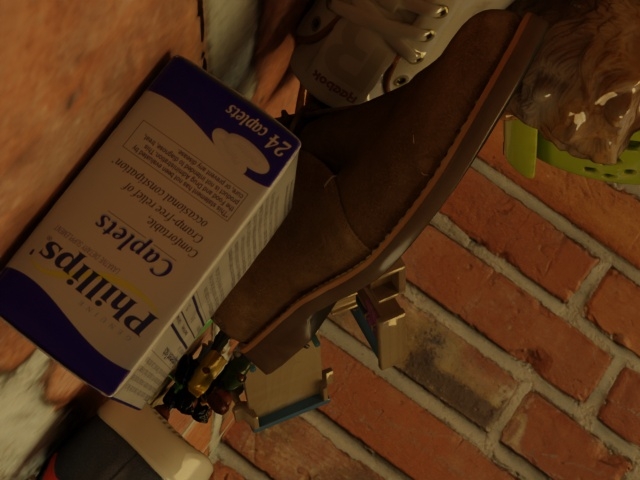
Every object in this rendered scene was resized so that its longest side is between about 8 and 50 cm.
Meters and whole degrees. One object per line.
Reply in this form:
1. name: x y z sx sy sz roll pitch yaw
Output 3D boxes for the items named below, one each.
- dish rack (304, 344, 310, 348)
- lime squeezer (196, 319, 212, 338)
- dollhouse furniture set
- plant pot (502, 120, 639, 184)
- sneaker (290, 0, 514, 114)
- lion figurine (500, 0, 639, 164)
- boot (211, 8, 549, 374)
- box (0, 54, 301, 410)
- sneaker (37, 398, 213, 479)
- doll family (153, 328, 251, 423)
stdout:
1. dish rack: 0.000 0.000 0.995 0.208 0.074 0.271 -55 -173 -5
2. lime squeezer: -0.065 0.007 0.917 0.310 0.059 0.110 -55 -153 -6
3. dollhouse furniture set: -0.043 0.110 1.724 0.303 0.198 0.286 -22 143 -13
4. plant pot: 0.321 -0.207 1.324 0.227 0.207 0.228 69 21 -64
5. sneaker: 0.054 -0.135 0.618 0.123 0.106 0.290 -55 177 -26
6. lion figurine: 0.179 -0.224 0.747 0.240 0.142 0.392 66 24 -73
7. boot: 0.002 -0.035 0.611 0.305 0.115 0.112 -45 -175 44
8. box: -0.077 0.003 0.515 0.137 0.072 0.126 -54 176 -11
9. sneaker: -0.176 0.225 0.912 0.148 0.131 0.350 -45 167 -18
10. doll family: -0.121 0.149 1.147 0.111 0.076 0.193 -57 180 -25
